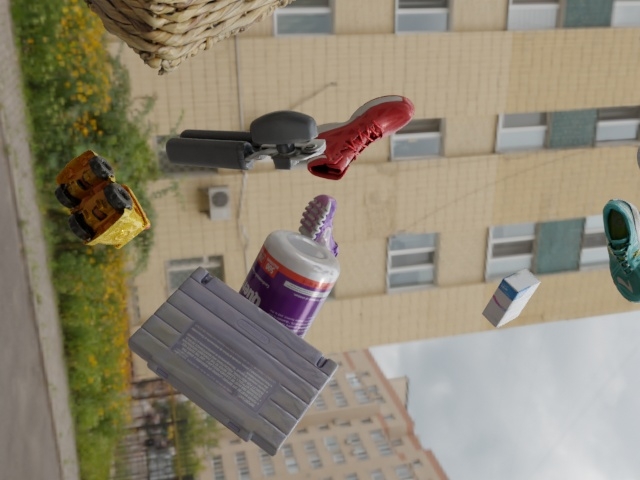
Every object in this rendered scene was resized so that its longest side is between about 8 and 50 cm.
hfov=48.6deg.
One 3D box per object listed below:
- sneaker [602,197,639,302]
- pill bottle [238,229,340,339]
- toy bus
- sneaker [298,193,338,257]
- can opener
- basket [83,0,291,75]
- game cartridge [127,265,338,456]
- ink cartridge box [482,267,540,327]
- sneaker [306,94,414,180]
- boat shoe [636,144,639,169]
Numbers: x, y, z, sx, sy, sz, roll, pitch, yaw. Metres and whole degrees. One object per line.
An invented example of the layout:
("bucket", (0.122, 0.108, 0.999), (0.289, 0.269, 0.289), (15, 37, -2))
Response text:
("sneaker", (0.771, 0.028, 1.808), (0.107, 0.110, 0.275), (-18, -98, 36))
("pill bottle", (-0.100, 0.149, 1.590), (0.322, 0.182, 0.181), (-62, -155, 16))
("toy bus", (-0.523, -0.091, 1.769), (0.220, 0.149, 0.211), (57, 13, 21))
("sneaker", (0.000, 0.000, 1.714), (0.095, 0.105, 0.236), (-123, -132, -56))
("can opener", (-0.122, -0.163, 1.101), (0.076, 0.284, 0.095), (-46, 134, -47))
("basket", (-0.078, -0.325, 0.569), (0.213, 0.299, 0.223), (47, -28, 9))
("game cartridge", (-0.171, 0.232, 1.390), (0.355, 0.230, 0.068), (35, -30, 9))
("ink cartridge box", (0.435, 0.132, 1.621), (0.052, 0.089, 0.122), (46, -44, 30))
("sneaker", (0.073, -0.173, 1.289), (0.087, 0.221, 0.128), (47, 31, -38))
("boat shoe", (0.509, -0.122, 0.939), (0.083, 0.184, 0.065), (-6, -87, 62))
